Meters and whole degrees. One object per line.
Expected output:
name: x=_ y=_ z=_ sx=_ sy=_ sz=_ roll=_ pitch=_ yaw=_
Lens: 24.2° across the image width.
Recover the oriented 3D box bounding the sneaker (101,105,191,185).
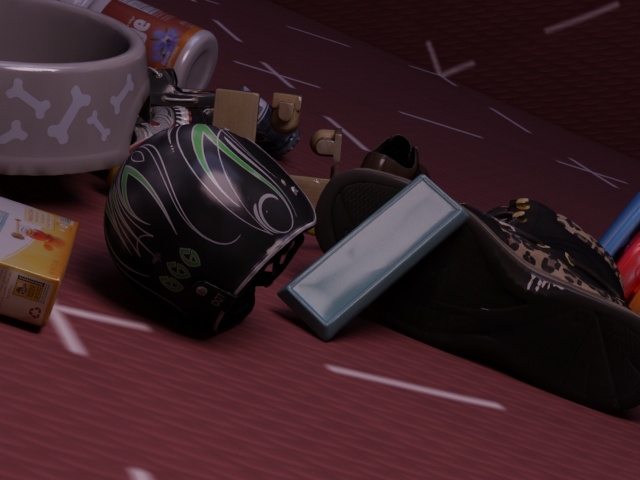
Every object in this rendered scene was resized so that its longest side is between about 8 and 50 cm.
sneaker: x=-0.190 y=-0.102 z=1.613 sx=0.093 sy=0.088 sz=0.225 roll=17 pitch=14 yaw=-13

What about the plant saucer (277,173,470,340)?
plant saucer: x=0.051 y=0.010 z=1.385 sx=0.067 sy=0.192 sz=0.018 roll=43 pitch=-22 yaw=18

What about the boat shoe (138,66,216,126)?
boat shoe: x=-0.217 y=-0.193 z=1.940 sx=0.233 sy=0.079 sz=0.084 roll=17 pitch=16 yaw=-11

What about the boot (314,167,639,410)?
boot: x=0.178 y=0.024 z=1.572 sx=0.377 sy=0.138 sz=0.284 roll=25 pitch=15 yaw=1

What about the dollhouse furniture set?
dollhouse furniture set: x=-0.051 y=-0.105 z=1.770 sx=0.151 sy=0.144 sz=0.123 roll=6 pitch=10 yaw=0

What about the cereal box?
cereal box: x=-0.315 y=-0.012 z=1.170 sx=0.240 sy=0.047 sz=0.173 roll=19 pitch=14 yaw=-10

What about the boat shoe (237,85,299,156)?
boat shoe: x=-0.087 y=-0.159 z=2.054 sx=0.083 sy=0.065 sz=0.183 roll=39 pitch=0 yaw=-19

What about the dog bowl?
dog bowl: x=-0.331 y=-0.170 z=1.487 sx=0.349 sy=0.102 sz=0.349 roll=8 pitch=20 yaw=-3

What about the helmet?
helmet: x=-0.104 y=-0.019 z=1.270 sx=0.161 sy=0.169 sz=0.169 roll=42 pitch=17 yaw=8

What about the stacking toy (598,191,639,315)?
stacking toy: x=0.456 y=0.090 z=1.763 sx=0.302 sy=0.165 sz=0.175 roll=39 pitch=3 yaw=18

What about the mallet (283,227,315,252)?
mallet: x=0.000 y=0.000 z=1.634 sx=0.039 sy=0.062 sz=0.190 roll=33 pitch=4 yaw=36

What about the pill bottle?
pill bottle: x=-0.261 y=-0.271 z=2.075 sx=0.216 sy=0.121 sz=0.121 roll=24 pitch=14 yaw=14

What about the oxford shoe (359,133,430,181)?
oxford shoe: x=0.110 y=-0.093 z=2.006 sx=0.083 sy=0.096 sz=0.227 roll=23 pitch=12 yaw=13
